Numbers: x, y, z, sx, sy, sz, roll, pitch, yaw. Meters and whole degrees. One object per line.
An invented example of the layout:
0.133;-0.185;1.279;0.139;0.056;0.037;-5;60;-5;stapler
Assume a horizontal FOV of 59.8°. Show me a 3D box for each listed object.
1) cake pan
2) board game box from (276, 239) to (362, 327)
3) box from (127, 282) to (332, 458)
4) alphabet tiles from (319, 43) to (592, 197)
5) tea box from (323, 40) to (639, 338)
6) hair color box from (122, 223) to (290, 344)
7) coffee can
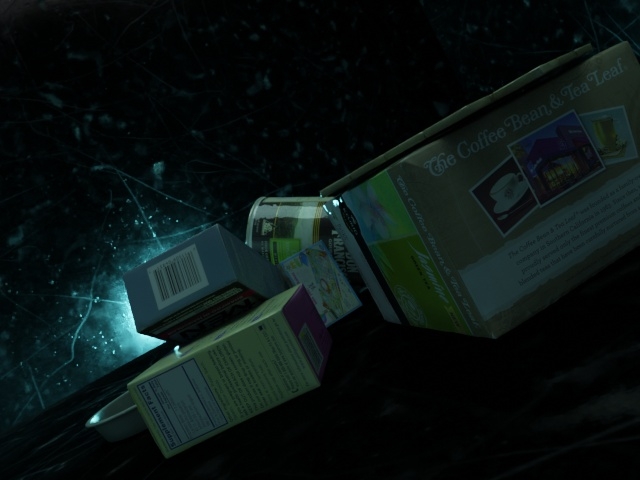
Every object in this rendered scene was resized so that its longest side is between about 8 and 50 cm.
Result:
-0.324;0.312;1.130;0.293;0.054;0.293;-27;2;1;cake pan
-0.002;0.088;1.090;0.103;0.154;0.026;-28;-8;-25;board game box
-0.120;0.183;0.837;0.243;0.117;0.213;-26;2;7;box
0.159;-0.145;0.716;0.343;0.011;0.285;-26;3;46;alphabet tiles
0.226;-0.051;0.748;0.329;0.219;0.323;-29;2;-14;tea box
-0.167;0.117;1.031;0.185;0.113;0.374;-27;-24;8;hair color box
0.000;0.000;1.241;0.276;0.201;0.201;0;11;16;coffee can
